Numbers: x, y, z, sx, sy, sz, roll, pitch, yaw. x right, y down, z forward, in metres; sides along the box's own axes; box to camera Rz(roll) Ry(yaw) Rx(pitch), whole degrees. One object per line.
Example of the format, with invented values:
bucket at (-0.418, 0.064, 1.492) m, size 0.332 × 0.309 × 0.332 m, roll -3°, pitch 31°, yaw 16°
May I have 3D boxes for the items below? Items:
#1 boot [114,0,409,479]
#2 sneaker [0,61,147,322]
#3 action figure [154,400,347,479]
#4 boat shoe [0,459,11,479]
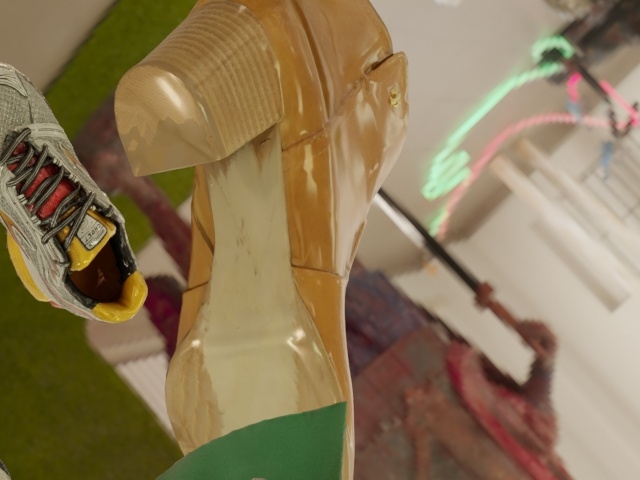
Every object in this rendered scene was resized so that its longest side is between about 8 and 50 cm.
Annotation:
boot at (-0.001, -0.001, 0.783) m, size 0.104 × 0.295 × 0.211 m, roll -2°, pitch -157°, yaw 30°
sneaker at (-0.180, -0.031, 0.994) m, size 0.088 × 0.093 × 0.225 m, roll -48°, pitch 135°, yaw -21°
action figure at (-0.102, 0.122, 0.403) m, size 0.232 × 0.063 × 0.137 m, roll -20°, pitch -140°, yaw 30°
boat shoe at (-0.291, 0.265, 1.009) m, size 0.127 × 0.113 × 0.340 m, roll 6°, pitch 116°, yaw -23°
